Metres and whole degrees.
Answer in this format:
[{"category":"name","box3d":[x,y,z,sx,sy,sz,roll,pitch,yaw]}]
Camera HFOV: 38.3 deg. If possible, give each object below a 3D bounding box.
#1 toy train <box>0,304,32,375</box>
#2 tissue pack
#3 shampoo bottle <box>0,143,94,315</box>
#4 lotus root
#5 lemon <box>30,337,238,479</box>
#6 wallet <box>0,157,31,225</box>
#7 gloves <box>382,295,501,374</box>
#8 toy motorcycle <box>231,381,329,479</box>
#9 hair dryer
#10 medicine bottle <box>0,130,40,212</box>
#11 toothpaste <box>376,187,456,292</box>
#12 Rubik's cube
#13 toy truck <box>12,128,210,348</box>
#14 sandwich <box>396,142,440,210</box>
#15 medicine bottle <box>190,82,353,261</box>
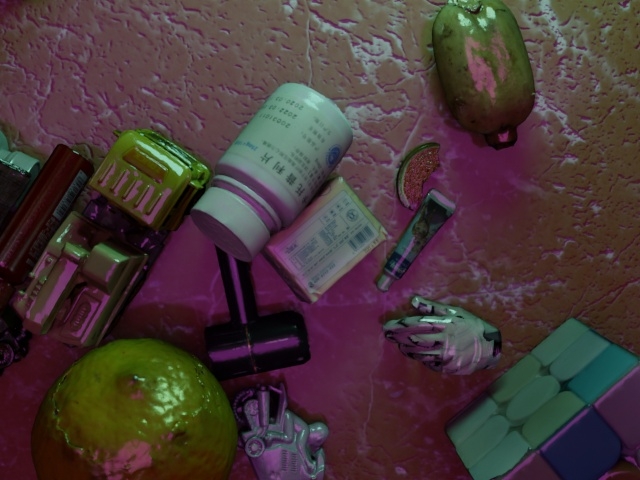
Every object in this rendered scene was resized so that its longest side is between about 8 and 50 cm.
[{"category":"toy train","box3d":[-0.644,0.206,1.695,0.225,0.090,0.137,-37,90,2]},{"category":"tissue pack","box3d":[0.000,0.000,1.674,0.196,0.092,0.148,-41,98,-13]},{"category":"shampoo bottle","box3d":[-0.506,-0.018,1.609,0.076,0.118,0.314,29,77,-3]},{"category":"lotus root","box3d":[0.292,-0.300,1.641,0.160,0.146,0.284,-13,101,17]},{"category":"lemon","box3d":[-0.320,0.356,1.606,0.350,0.350,0.387,3,137,-3]},{"category":"wallet","box3d":[-0.600,-0.042,1.565,0.124,0.042,0.230,29,101,-29]},{"category":"gloves","box3d":[0.224,0.182,1.721,0.212,0.111,0.127,8,102,-11]},{"category":"toy motorcycle","box3d":[-0.063,0.387,1.741,0.171,0.110,0.260,-19,91,-16]},{"category":"hair dryer","box3d":[-0.135,0.071,1.699,0.189,0.107,0.352,-10,92,-4]},{"category":"medicine bottle","box3d":[-0.656,-0.150,1.634,0.296,0.111,0.161,24,88,-7]},{"category":"toothpaste","box3d":[0.172,0.005,1.729,0.062,0.037,0.216,36,90,-5]},{"category":"Rubik's cube","box3d":[0.477,0.395,1.638,0.347,0.346,0.344,-40,98,3]},{"category":"toy truck","box3d":[-0.369,0.001,1.602,0.181,0.254,0.405,34,92,-2]},{"category":"sandwich","box3d":[0.178,-0.125,1.715,0.067,0.029,0.135,24,95,-11]},{"category":"medicine bottle","box3d":[-0.086,-0.117,1.593,0.170,0.170,0.293,40,73,-7]}]
